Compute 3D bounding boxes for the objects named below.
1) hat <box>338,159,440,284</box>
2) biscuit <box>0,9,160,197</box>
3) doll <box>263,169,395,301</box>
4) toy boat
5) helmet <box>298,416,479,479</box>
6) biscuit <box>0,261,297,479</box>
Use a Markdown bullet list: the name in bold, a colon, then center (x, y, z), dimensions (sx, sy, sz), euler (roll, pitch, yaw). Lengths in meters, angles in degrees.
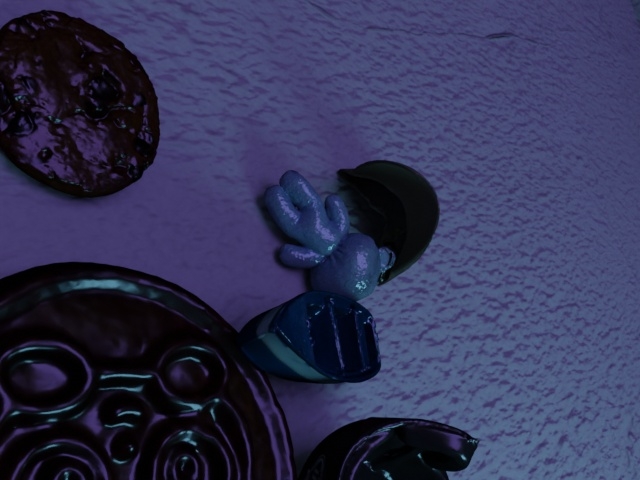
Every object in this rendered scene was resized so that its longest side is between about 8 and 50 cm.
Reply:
- **hat**: center (0.119, -0.043, 1.034), dimensions (0.144, 0.173, 0.166), euler (-21, 90, -44)
- **biscuit**: center (-0.239, -0.135, 0.773), dimensions (0.192, 0.049, 0.192), euler (20, 58, -36)
- **doll**: center (0.000, 0.001, 0.965), dimensions (0.120, 0.075, 0.180), euler (-40, 92, -6)
- **toy boat**: center (-0.006, 0.105, 0.828), dimensions (0.299, 0.061, 0.096), euler (25, 54, -67)
- **helmet**: center (0.067, 0.281, 0.802), dimensions (0.216, 0.193, 0.189), euler (45, 47, -38)
- **biscuit**: center (-0.175, 0.210, 0.654), dimensions (0.407, 0.091, 0.408), euler (22, 58, -41)
